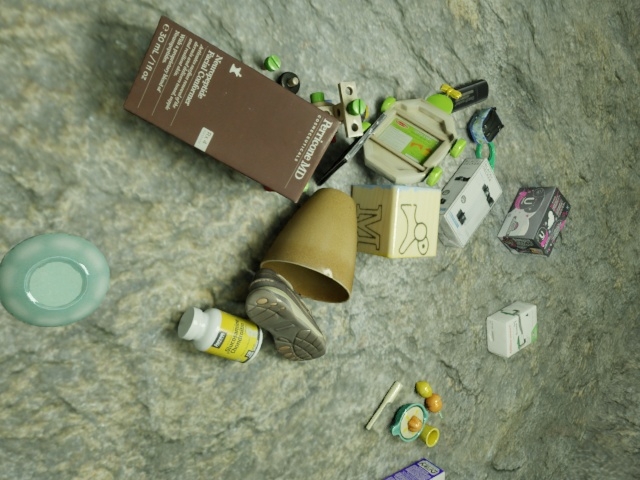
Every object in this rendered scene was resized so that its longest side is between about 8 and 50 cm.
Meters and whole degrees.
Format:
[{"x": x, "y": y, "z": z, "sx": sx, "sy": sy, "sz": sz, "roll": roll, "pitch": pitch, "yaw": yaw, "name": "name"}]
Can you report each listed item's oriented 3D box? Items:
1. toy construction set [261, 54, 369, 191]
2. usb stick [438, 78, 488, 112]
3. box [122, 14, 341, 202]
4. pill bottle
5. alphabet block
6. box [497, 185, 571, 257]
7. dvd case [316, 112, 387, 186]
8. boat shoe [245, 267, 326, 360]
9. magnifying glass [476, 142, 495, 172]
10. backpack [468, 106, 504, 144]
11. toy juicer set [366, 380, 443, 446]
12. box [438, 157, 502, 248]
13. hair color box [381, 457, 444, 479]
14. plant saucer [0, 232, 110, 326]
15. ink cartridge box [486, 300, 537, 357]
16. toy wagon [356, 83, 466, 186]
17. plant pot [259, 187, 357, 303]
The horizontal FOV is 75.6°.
[{"x": -0.022, "y": -0.258, "z": 0.990, "sx": 0.257, "sy": 0.237, "sz": 0.309, "roll": 16, "pitch": 88, "yaw": -35, "name": "toy construction set"}, {"x": 0.483, "y": -0.489, "z": 1.416, "sx": 0.278, "sy": 0.045, "sz": 0.077, "roll": -27, "pitch": 118, "yaw": -28, "name": "usb stick"}, {"x": -0.170, "y": -0.254, "z": 0.843, "sx": 0.381, "sy": 0.143, "sz": 0.191, "roll": 27, "pitch": 102, "yaw": -11, "name": "box"}, {"x": -0.240, "y": 0.223, "z": 0.990, "sx": 0.184, "sy": 0.103, "sz": 0.103, "roll": 29, "pitch": 80, "yaw": -33, "name": "pill bottle"}, {"x": 0.214, "y": -0.059, "z": 1.204, "sx": 0.192, "sy": 0.193, "sz": 0.197, "roll": 0, "pitch": 96, "yaw": -33, "name": "alphabet block"}, {"x": 0.850, "y": -0.078, "z": 1.647, "sx": 0.142, "sy": 0.163, "sz": 0.247, "roll": 39, "pitch": 75, "yaw": -28, "name": "box"}, {"x": 0.076, "y": -0.229, "z": 1.076, "sx": 0.018, "sy": 0.221, "sz": 0.164, "roll": 42, "pitch": 72, "yaw": -8, "name": "dvd case"}, {"x": -0.073, "y": 0.195, "z": 1.069, "sx": 0.355, "sy": 0.132, "sz": 0.130, "roll": 65, "pitch": 16, "yaw": -46, "name": "boat shoe"}, {"x": 0.638, "y": -0.273, "z": 1.565, "sx": 0.092, "sy": 0.026, "sz": 0.231, "roll": -31, "pitch": 111, "yaw": -27, "name": "magnifying glass"}, {"x": 0.581, "y": -0.401, "z": 1.469, "sx": 0.105, "sy": 0.084, "sz": 0.114, "roll": 49, "pitch": 65, "yaw": -28, "name": "backpack"}, {"x": 0.325, "y": 0.590, "z": 1.429, "sx": 0.329, "sy": 0.089, "sz": 0.209, "roll": 28, "pitch": 81, "yaw": -33, "name": "toy juicer set"}, {"x": 0.509, "y": -0.135, "z": 1.455, "sx": 0.290, "sy": 0.087, "sz": 0.169, "roll": -49, "pitch": 120, "yaw": -19, "name": "box"}, {"x": 0.281, "y": 0.924, "z": 1.435, "sx": 0.339, "sy": 0.110, "sz": 0.185, "roll": -4, "pitch": 98, "yaw": -32, "name": "hair color box"}, {"x": -0.524, "y": 0.082, "z": 0.820, "sx": 0.195, "sy": 0.037, "sz": 0.195, "roll": -6, "pitch": 100, "yaw": -33, "name": "plant saucer"}, {"x": 0.796, "y": 0.366, "z": 1.713, "sx": 0.219, "sy": 0.092, "sz": 0.160, "roll": -17, "pitch": 105, "yaw": -32, "name": "ink cartridge box"}, {"x": 0.281, "y": -0.312, "z": 1.189, "sx": 0.344, "sy": 0.267, "sz": 0.068, "roll": -47, "pitch": 162, "yaw": -16, "name": "toy wagon"}, {"x": 0.000, "y": 0.000, "z": 1.070, "sx": 0.237, "sy": 0.237, "sz": 0.254, "roll": 37, "pitch": 60, "yaw": -32, "name": "plant pot"}]
